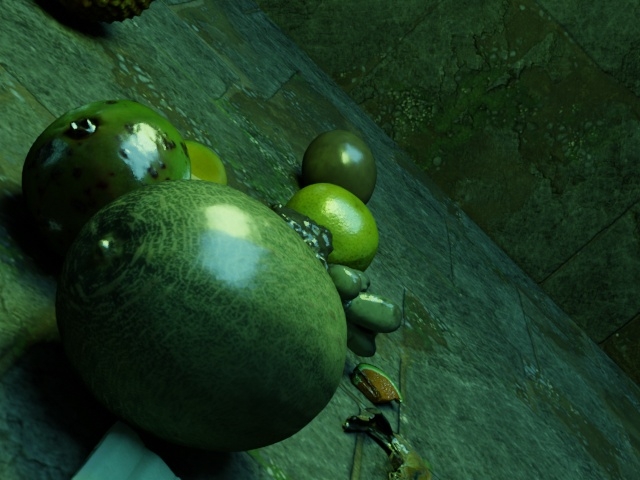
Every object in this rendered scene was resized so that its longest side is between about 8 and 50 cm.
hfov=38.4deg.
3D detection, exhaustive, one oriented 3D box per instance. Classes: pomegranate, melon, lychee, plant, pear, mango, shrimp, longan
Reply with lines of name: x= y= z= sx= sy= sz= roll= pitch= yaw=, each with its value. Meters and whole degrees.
pomegranate: x=-0.234 y=-0.050 z=1.060 sx=0.202 sy=0.202 sz=0.248 roll=60 pitch=-6 yaw=38
melon: x=-0.108 y=0.082 z=0.908 sx=0.329 sy=0.249 sz=0.248 roll=43 pitch=14 yaw=-42
lychee: x=-0.387 y=-0.497 z=1.629 sx=0.236 sy=0.236 sz=0.271 roll=39 pitch=39 yaw=-23
plant: x=-0.004 y=0.071 z=1.365 sx=0.274 sy=0.146 sz=0.149 roll=41 pitch=61 yaw=-24
pear: x=0.000 y=0.000 z=1.560 sx=0.180 sy=0.166 sz=0.216 roll=58 pitch=38 yaw=-6
mango: x=-0.206 y=-0.091 z=1.378 sx=0.122 sy=0.086 sz=0.191 roll=56 pitch=26 yaw=-3
shrimp: x=0.092 y=0.297 z=1.247 sx=0.152 sy=0.046 sz=0.219 roll=48 pitch=13 yaw=2
longan: x=0.039 y=-0.139 z=1.975 sx=0.204 sy=0.159 sz=0.184 roll=102 pitch=-27 yaw=-64

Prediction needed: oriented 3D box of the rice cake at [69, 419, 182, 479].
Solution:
rice cake: x=-0.169 y=0.242 z=0.739 sx=0.127 sy=0.043 sz=0.237 roll=45 pitch=16 yaw=-1

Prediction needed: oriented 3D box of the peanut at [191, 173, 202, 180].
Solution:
peanut: x=-0.205 y=-0.056 z=1.232 sx=0.256 sy=0.123 sz=0.123 roll=48 pitch=16 yaw=10

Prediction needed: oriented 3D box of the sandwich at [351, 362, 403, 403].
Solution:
sandwich: x=0.084 y=0.226 z=1.438 sx=0.101 sy=0.026 sz=0.069 roll=19 pitch=36 yaw=-52
